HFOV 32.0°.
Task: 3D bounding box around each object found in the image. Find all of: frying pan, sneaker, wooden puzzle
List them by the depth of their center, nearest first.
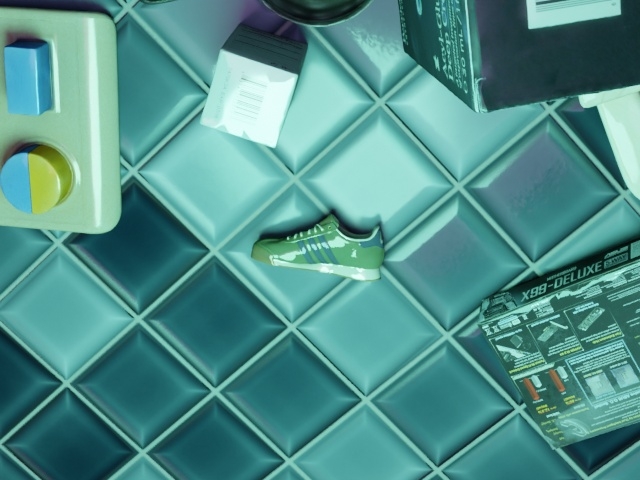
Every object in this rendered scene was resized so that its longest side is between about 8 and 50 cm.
[{"bbox_3d":[-0.056,-0.347,1.484,0.326,0.053,0.197,-34,104,15],"label":"frying pan"},{"bbox_3d":[-0.462,-0.166,1.568,0.347,0.080,0.322,3,111,3],"label":"wooden puzzle"},{"bbox_3d":[0.000,0.000,1.611,0.192,0.064,0.086,10,103,0],"label":"sneaker"}]

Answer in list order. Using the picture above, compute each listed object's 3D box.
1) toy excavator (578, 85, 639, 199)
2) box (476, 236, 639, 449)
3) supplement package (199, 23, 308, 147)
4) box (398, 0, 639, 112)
[{"bbox_3d":[0.531,-0.027,1.392,0.445,0.222,0.433,7,115,11],"label":"toy excavator"},{"bbox_3d":[0.417,0.144,1.593,0.307,0.076,0.242,-25,107,25],"label":"box"},{"bbox_3d":[-0.085,-0.208,1.472,0.105,0.179,0.105,17,111,-3],"label":"supplement package"},{"bbox_3d":[0.214,-0.341,1.272,0.212,0.395,0.294,-10,109,-3],"label":"box"}]
